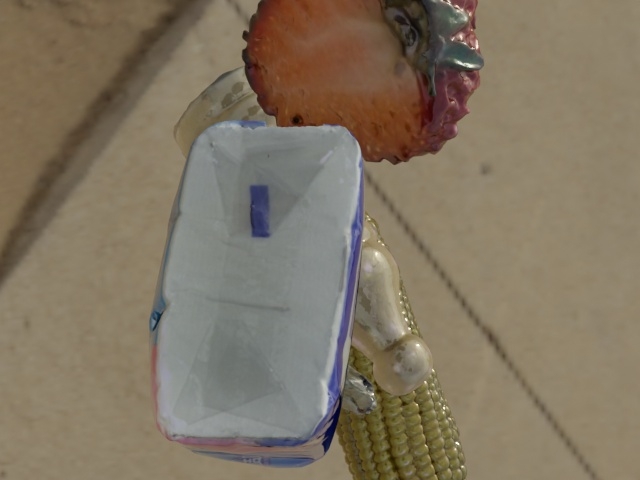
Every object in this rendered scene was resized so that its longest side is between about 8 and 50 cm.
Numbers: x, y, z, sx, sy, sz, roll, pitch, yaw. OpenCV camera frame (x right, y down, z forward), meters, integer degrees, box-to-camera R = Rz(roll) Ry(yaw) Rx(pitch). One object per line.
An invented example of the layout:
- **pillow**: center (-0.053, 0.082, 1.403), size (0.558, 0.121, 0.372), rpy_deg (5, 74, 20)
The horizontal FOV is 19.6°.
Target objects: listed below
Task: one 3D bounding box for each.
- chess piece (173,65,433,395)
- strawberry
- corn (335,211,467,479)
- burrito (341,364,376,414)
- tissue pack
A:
- **chess piece**: center (0.000, 0.000, 1.625), size (0.124, 0.139, 0.307), rpy_deg (-22, 73, -46)
- **strawberry**: center (0.042, -0.157, 1.429), size (0.111, 0.236, 0.190), rpy_deg (-29, 100, -33)
- **corn**: center (0.064, 0.156, 2.155), size (0.144, 0.144, 0.387), rpy_deg (-24, 93, -42)
- **burrito**: center (-0.010, 0.127, 1.877), size (0.058, 0.188, 0.045), rpy_deg (31, 86, -51)
- **tissue pack**: center (-0.044, 0.042, 1.249), size (0.137, 0.270, 0.209), rpy_deg (9, 82, 2)
